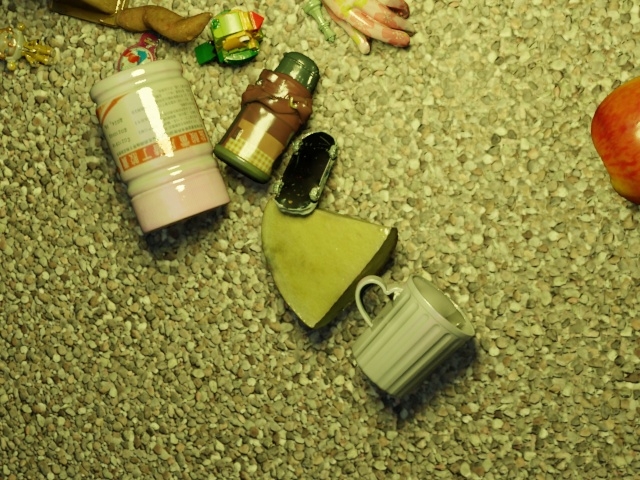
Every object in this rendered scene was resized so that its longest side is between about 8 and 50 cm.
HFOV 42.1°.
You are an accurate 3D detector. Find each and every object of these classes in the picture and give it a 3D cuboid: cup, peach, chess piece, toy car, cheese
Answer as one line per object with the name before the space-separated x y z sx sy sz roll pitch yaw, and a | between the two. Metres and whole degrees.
cup | 0.161 0.174 1.656 0.202 0.167 0.221 -48 67 15
peach | 0.627 -0.185 1.466 0.280 0.281 0.238 -30 129 14
chess piece | 0.002 -0.450 1.714 0.042 0.042 0.093 -31 93 14
toy car | -0.025 -0.139 1.693 0.095 0.056 0.205 9 55 21
cheese | -0.391 -0.402 1.814 0.095 0.038 0.145 27 87 17

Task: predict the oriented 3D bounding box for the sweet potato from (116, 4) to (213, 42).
sweet potato | -0.317 -0.451 1.736 0.281 0.059 0.067 21 87 36

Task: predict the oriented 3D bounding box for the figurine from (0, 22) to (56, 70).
figurine | -0.670 -0.437 1.874 0.143 0.068 0.102 -8 96 2

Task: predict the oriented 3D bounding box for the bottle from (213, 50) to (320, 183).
bottle | -0.096 -0.256 1.690 0.156 0.143 0.271 31 89 22

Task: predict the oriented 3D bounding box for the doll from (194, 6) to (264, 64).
doll | -0.182 -0.416 1.696 0.134 0.186 0.106 -14 89 -14

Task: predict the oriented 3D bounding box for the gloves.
gloves | 0.084 -0.474 1.651 0.145 0.126 0.241 -47 74 8

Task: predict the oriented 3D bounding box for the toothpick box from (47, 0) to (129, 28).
toothpick box | -0.533 -0.576 1.703 0.187 0.308 0.190 18 96 12

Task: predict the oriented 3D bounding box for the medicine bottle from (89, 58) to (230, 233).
medicine bottle | -0.328 -0.192 1.717 0.202 0.202 0.316 -20 95 15

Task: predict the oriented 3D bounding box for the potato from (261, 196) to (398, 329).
potato | 0.000 0.000 1.706 0.255 0.112 0.269 45 105 20
